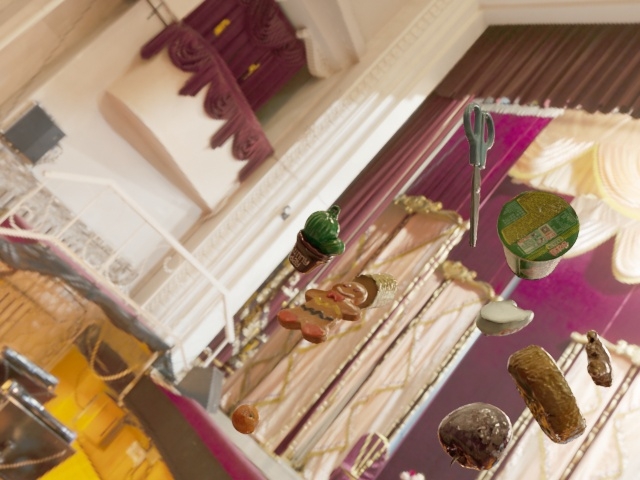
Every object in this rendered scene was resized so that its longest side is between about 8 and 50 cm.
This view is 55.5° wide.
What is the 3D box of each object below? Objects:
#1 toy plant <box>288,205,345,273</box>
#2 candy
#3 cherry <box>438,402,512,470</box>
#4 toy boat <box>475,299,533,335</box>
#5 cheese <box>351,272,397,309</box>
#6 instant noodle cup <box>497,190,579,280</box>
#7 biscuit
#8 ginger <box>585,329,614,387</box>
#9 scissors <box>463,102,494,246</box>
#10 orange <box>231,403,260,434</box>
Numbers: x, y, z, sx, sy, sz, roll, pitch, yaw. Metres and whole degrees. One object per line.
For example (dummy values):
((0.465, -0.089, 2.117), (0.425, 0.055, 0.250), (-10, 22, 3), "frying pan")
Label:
((0.000, 0.000, 1.628), (0.143, 0.200, 0.105), (48, 20, 26), "toy plant")
((0.584, 0.401, 1.579), (0.259, 0.118, 0.260), (62, 6, -11), "candy")
((0.577, 0.733, 2.272), (0.255, 0.296, 0.218), (-4, -68, 58), "cherry")
((0.608, 0.267, 2.031), (0.134, 0.208, 0.078), (37, -48, 47), "toy boat")
((0.157, 0.153, 1.849), (0.094, 0.123, 0.167), (44, 17, 23), "cheese")
((0.588, 0.001, 1.671), (0.207, 0.207, 0.232), (34, -10, 25), "instant noodle cup")
((0.019, 0.154, 1.447), (0.166, 0.250, 0.036), (23, -55, 36), "biscuit")
((0.945, 0.401, 2.062), (0.080, 0.333, 0.166), (-15, -81, 28), "ginger")
((0.483, -0.199, 1.882), (0.029, 0.446, 0.193), (-2, -11, 39), "scissors")
((-0.207, 0.498, 1.697), (0.084, 0.083, 0.083), (37, -16, 12), "orange")
